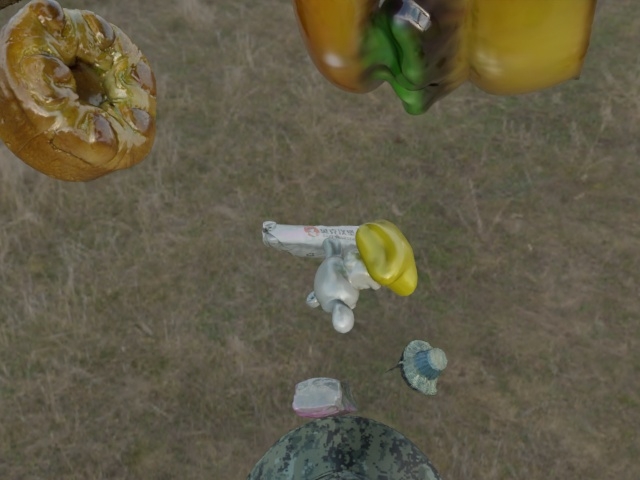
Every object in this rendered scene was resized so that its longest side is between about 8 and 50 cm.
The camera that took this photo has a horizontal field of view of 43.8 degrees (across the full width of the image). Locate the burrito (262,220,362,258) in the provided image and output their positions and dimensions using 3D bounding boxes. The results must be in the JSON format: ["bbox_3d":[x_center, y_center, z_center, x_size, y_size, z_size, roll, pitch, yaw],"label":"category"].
[{"bbox_3d":[-0.001,0.000,1.275,0.203,0.064,0.064,4,32,-22],"label":"burrito"}]

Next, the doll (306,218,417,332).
[{"bbox_3d":[0.031,0.033,0.752,0.113,0.071,0.135,-18,35,36],"label":"doll"}]

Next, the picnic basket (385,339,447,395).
[{"bbox_3d":[0.137,0.179,1.109,0.065,0.083,0.083,19,53,-22],"label":"picnic basket"}]

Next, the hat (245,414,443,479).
[{"bbox_3d":[0.017,0.306,0.784,0.266,0.128,0.265,-1,76,5],"label":"hat"}]

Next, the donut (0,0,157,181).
[{"bbox_3d":[-0.304,-0.181,0.980,0.114,0.226,0.226,-21,23,31],"label":"donut"}]

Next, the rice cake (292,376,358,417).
[{"bbox_3d":[0.007,0.144,0.722,0.047,0.206,0.036,-18,78,0],"label":"rice cake"}]

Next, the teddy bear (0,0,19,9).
[{"bbox_3d":[-0.383,-0.281,0.822,0.252,0.129,0.182,-13,45,-25],"label":"teddy bear"}]

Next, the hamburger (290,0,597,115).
[{"bbox_3d":[0.103,-0.310,0.730,0.278,0.395,0.395,3,34,13],"label":"hamburger"}]
